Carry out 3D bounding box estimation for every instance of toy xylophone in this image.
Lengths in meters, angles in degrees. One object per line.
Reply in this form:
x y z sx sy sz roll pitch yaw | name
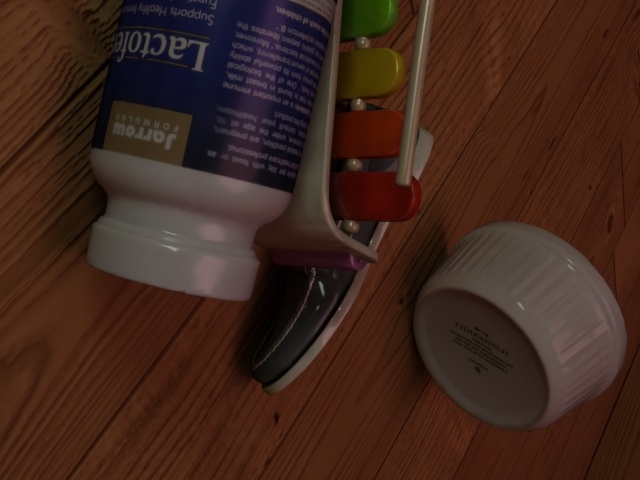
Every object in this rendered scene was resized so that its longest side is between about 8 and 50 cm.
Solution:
0.014 -0.130 0.802 0.081 0.236 0.323 7 95 -47 | toy xylophone

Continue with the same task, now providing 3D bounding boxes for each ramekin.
0.239 0.120 1.250 0.127 0.273 0.273 -34 131 -34 | ramekin

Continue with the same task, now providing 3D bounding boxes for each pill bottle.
-0.083 -0.097 0.719 0.153 0.153 0.265 11 91 -60 | pill bottle

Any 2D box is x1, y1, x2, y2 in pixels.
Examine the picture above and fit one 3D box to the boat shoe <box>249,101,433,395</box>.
0.000 0.000 0.987 0.099 0.116 0.319 33 76 -13 | boat shoe
